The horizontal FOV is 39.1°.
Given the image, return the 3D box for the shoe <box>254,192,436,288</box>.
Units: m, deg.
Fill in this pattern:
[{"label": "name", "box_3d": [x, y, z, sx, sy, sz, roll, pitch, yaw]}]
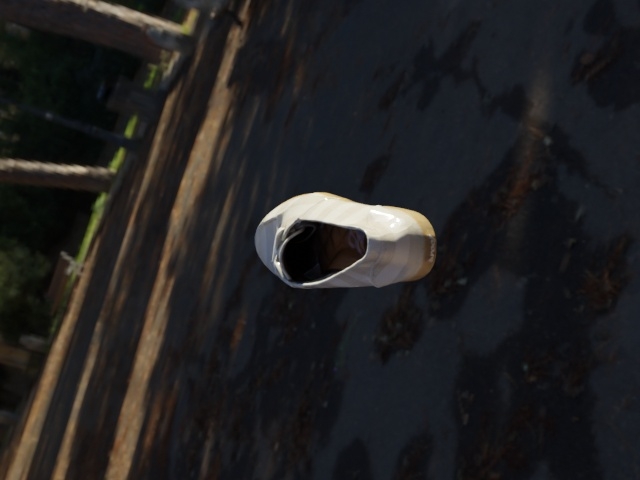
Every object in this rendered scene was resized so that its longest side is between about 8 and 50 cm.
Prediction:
[{"label": "shoe", "box_3d": [0.000, 0.000, 0.722, 0.219, 0.058, 0.076, 0, 97, 55]}]
